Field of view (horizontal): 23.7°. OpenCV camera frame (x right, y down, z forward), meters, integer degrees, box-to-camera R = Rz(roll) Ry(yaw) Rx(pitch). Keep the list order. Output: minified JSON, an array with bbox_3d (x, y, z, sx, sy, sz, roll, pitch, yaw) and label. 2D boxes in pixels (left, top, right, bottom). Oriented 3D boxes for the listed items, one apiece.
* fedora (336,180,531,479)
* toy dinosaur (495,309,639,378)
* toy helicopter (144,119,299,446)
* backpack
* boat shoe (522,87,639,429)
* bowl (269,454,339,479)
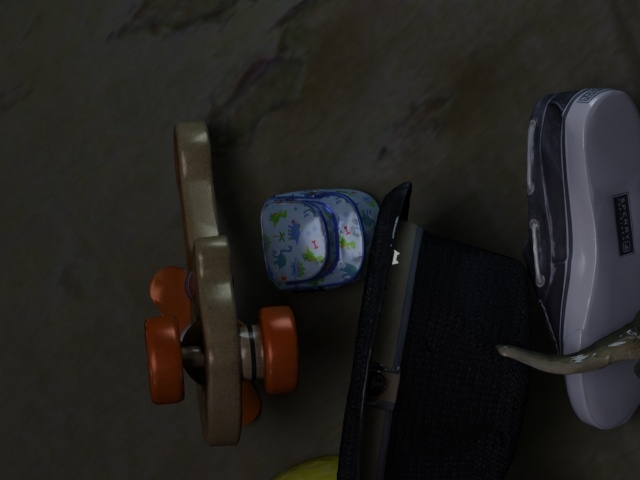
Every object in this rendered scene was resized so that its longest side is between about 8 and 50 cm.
[{"bbox_3d":[0.109,0.120,1.376,0.152,0.334,0.334,9,96,4],"label":"fedora"},{"bbox_3d":[0.293,0.084,1.270,0.118,0.268,0.064,-123,16,-52],"label":"toy dinosaur"},{"bbox_3d":[-0.113,0.042,1.557,0.140,0.235,0.355,-5,61,-7],"label":"toy helicopter"},{"bbox_3d":[0.000,0.000,1.522,0.114,0.084,0.105,-6,90,29],"label":"backpack"},{"bbox_3d":[0.231,0.016,1.369,0.102,0.108,0.301,4,103,53],"label":"boat shoe"},{"bbox_3d":[-0.010,0.364,1.494,0.289,0.156,0.290,1,91,33],"label":"bowl"}]
